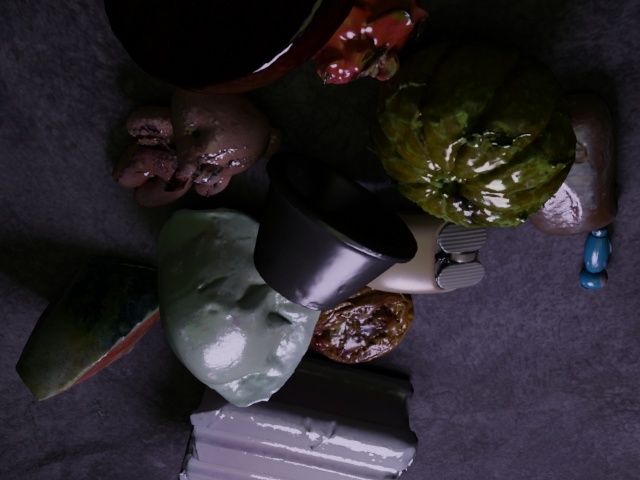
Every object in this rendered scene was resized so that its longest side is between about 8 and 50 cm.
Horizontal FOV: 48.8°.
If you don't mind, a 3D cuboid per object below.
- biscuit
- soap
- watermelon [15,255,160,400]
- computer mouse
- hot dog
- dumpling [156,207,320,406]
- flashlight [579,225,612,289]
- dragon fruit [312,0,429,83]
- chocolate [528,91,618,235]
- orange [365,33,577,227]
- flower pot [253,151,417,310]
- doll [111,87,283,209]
[{"bbox_3d":[-0.100,-0.371,0.817,0.407,0.407,0.091,-41,158,28],"label":"biscuit"},{"bbox_3d":[-0.056,0.414,1.456,0.435,0.213,0.350,13,124,-6],"label":"soap"},{"bbox_3d":[-0.410,0.167,1.322,0.193,0.231,0.310,39,75,-20],"label":"watermelon"},{"bbox_3d":[0.165,0.021,1.217,0.236,0.082,0.145,2,109,3],"label":"computer mouse"},{"bbox_3d":[0.062,0.149,1.324,0.227,0.099,0.160,-31,114,27],"label":"hot dog"},{"bbox_3d":[-0.162,0.101,1.242,0.270,0.212,0.321,-45,139,-16],"label":"dumpling"},{"bbox_3d":[0.482,0.030,1.240,0.051,0.051,0.129,-5,123,7],"label":"flashlight"},{"bbox_3d":[0.041,-0.321,0.903,0.224,0.224,0.227,-5,110,7],"label":"dragon fruit"},{"bbox_3d":[0.398,-0.104,1.124,0.161,0.083,0.261,-14,125,15],"label":"chocolate"},{"bbox_3d":[0.222,-0.150,0.999,0.300,0.223,0.301,16,151,40],"label":"orange"},{"bbox_3d":[0.000,0.000,1.092,0.269,0.269,0.166,28,109,-16],"label":"flower pot"},{"bbox_3d":[-0.216,-0.125,1.107,0.303,0.156,0.201,-33,124,30],"label":"doll"}]
